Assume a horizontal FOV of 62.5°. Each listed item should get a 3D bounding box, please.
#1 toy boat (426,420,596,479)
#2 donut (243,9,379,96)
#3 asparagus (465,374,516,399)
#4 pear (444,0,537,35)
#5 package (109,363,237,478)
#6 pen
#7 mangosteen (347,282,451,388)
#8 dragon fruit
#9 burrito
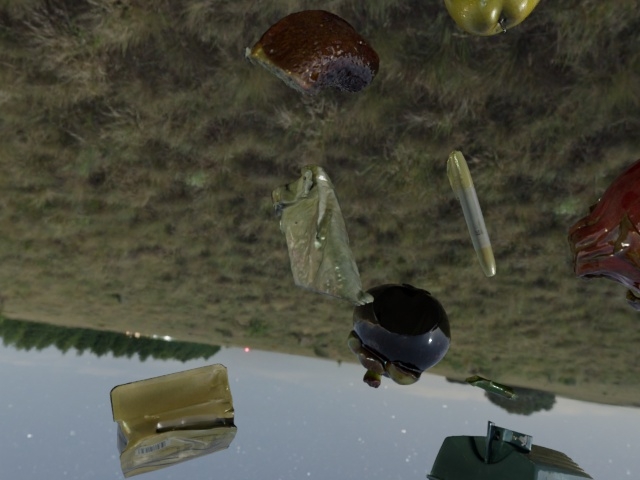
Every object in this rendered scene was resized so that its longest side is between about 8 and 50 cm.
[{"bbox_3d":[0.191,0.231,0.476,0.093,0.103,0.246,2,159,45],"label":"toy boat"},{"bbox_3d":[-0.003,-0.303,0.863,0.126,0.144,0.187,46,-160,31],"label":"donut"},{"bbox_3d":[0.292,0.250,0.903,0.108,0.021,0.025,23,165,-18],"label":"asparagus"},{"bbox_3d":[0.436,-0.612,1.360,0.267,0.178,0.266,15,149,9],"label":"pear"},{"bbox_3d":[-0.100,0.127,0.354,0.071,0.047,0.131,-10,155,-25],"label":"package"},{"bbox_3d":[0.269,-0.047,0.946,0.032,0.233,0.040,-14,178,-45],"label":"pen"},{"bbox_3d":[0.203,0.251,1.403,0.288,0.287,0.233,8,148,-2],"label":"mangosteen"},{"bbox_3d":[0.476,-0.022,0.640,0.315,0.250,0.250,6,170,35],"label":"dragon fruit"},{"bbox_3d":[-0.005,0.007,1.080,0.107,0.347,0.175,-4,151,-33],"label":"burrito"}]
